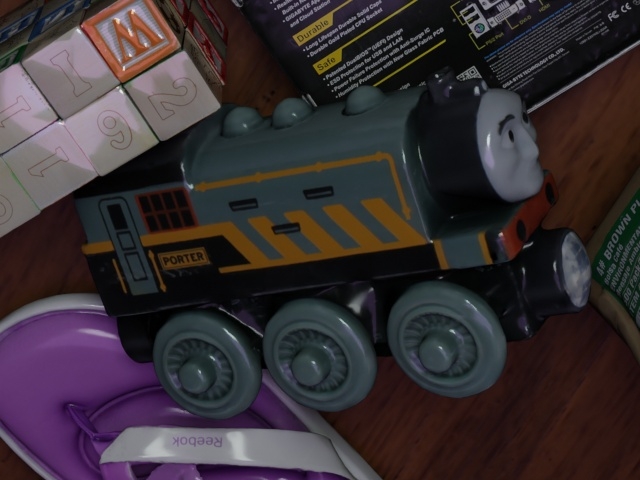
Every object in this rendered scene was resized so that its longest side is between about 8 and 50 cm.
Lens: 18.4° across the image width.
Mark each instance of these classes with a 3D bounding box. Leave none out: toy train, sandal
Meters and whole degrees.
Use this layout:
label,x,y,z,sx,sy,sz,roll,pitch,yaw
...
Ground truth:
label,x,y,z,sx,sy,sz,roll,pitch,yaw
toy train,0.000,0.000,1.237,0.334,0.142,0.190,-8,112,30
sandal,-0.057,0.179,1.387,0.416,0.102,0.169,34,106,-13

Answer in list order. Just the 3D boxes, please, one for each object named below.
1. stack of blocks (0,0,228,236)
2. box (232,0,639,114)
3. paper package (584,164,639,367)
label,x,y,z,sx,sy,sz,roll,pitch,yaw
stack of blocks,-0.207,-0.071,1.247,0.297,0.171,0.087,-29,110,10
box,0.098,-0.212,1.249,0.322,0.079,0.257,-33,108,11
paper package,0.376,-0.016,1.255,0.309,0.168,0.325,23,110,-26
